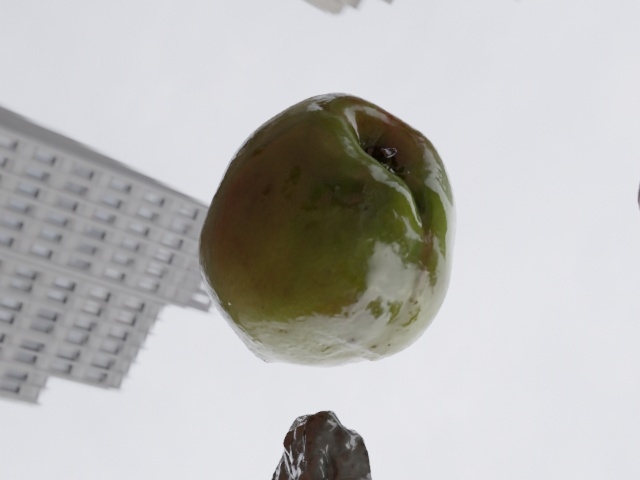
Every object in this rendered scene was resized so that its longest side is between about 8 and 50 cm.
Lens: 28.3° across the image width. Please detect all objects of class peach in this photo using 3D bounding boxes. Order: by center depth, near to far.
[{"bbox_3d":[0.002,-0.008,1.532,0.316,0.281,0.314,-37,-125,33],"label":"peach"}]

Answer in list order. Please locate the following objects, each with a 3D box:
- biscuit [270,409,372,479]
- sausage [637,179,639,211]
[{"bbox_3d":[-0.005,0.193,0.539,0.141,0.038,0.289,-123,-145,-71],"label":"biscuit"},{"bbox_3d":[0.419,-0.090,1.500,0.194,0.077,0.077,86,-22,-44],"label":"sausage"}]
